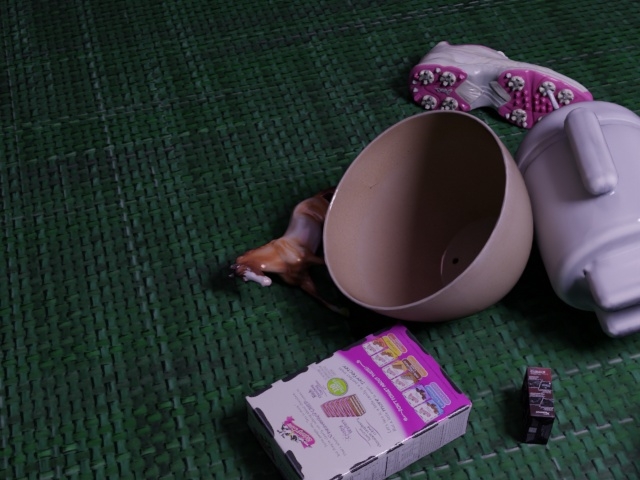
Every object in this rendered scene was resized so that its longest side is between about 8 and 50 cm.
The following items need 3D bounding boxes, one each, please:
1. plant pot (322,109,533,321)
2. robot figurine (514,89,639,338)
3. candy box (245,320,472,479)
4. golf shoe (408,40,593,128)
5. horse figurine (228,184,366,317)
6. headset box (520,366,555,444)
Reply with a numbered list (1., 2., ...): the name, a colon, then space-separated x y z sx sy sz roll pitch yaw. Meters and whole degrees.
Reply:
1. plant pot: 0.171 -0.005 1.370 0.284 0.191 0.284 -22 53 32
2. robot figurine: 0.380 -0.046 1.374 0.200 0.300 0.353 -18 53 7
3. candy box: 0.046 0.217 1.263 0.234 0.071 0.159 -23 51 -22
4. golf shoe: 0.308 -0.274 1.712 0.306 0.115 0.140 14 44 12
5. horse figurine: 0.000 0.000 1.479 0.175 0.066 0.263 21 52 11
6. headset box: 0.272 0.204 1.281 0.032 0.062 0.083 5 45 4
